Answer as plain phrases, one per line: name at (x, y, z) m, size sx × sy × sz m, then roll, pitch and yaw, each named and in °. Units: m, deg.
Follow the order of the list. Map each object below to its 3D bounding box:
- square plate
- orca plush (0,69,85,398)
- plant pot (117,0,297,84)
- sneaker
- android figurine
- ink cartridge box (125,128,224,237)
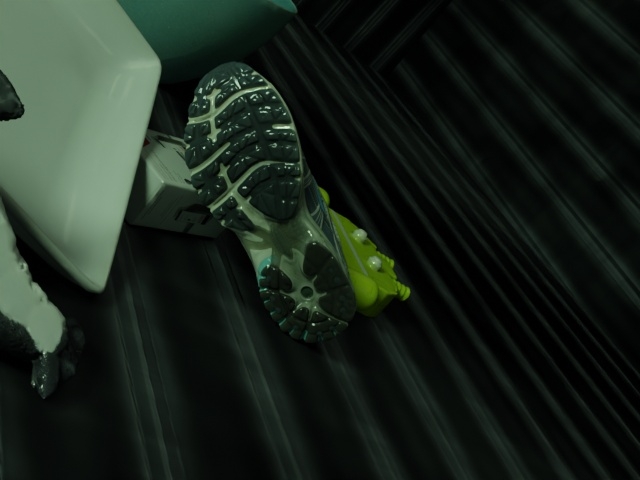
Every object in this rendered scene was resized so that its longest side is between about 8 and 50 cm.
square plate at (-0.264, -0.174, 0.706) m, size 0.347 × 0.049 × 0.344 m, roll 53°, pitch 24°, yaw -35°
orca plush at (-0.248, -0.033, 0.546) m, size 0.287 × 0.102 × 0.151 m, roll 56°, pitch 40°, yaw -32°
plant pot at (-0.204, -0.330, 1.217) m, size 0.290 × 0.195 × 0.290 m, roll 38°, pitch 17°, yaw -14°
sneaker at (-0.050, -0.040, 0.893) m, size 0.122 × 0.110 × 0.283 m, roll -80°, pitch 151°, yaw -74°
android figurine at (0.000, 0.000, 1.092) m, size 0.273 × 0.056 × 0.248 m, roll 29°, pitch 20°, yaw -30°
ink cartridge box at (-0.154, -0.060, 0.892) m, size 0.099 × 0.056 × 0.135 m, roll 49°, pitch 18°, yaw 24°
